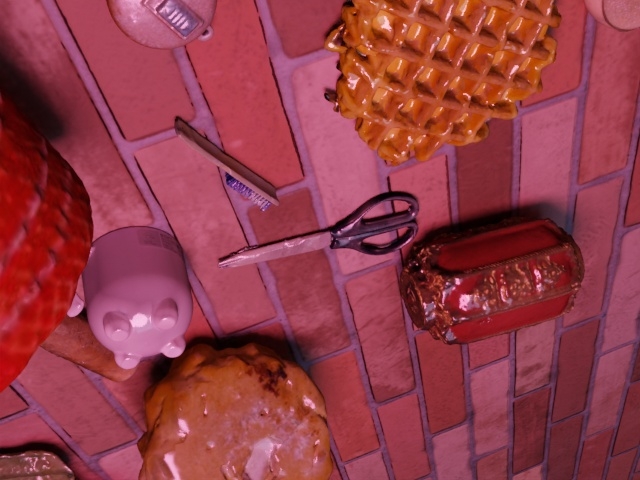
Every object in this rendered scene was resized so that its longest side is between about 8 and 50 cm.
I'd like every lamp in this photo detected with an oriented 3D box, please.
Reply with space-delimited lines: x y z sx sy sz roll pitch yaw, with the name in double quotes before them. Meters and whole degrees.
"lamp" 0.261 0.060 1.091 0.273 0.177 0.177 -12 136 -13

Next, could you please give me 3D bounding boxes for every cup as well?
"cup" -0.235 0.066 0.894 0.134 0.142 0.174 -23 137 0

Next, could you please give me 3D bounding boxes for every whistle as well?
"whistle" -0.177 -0.256 0.666 0.107 0.057 0.220 -37 134 15

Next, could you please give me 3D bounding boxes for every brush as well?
"brush" -0.117 -0.089 0.876 0.030 0.033 0.178 -29 139 26

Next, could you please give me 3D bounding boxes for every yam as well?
"yam" -0.356 0.091 0.917 0.081 0.081 0.357 -33 137 10

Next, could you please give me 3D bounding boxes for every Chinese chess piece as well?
"Chinese chess piece" 0.375 -0.314 0.858 0.122 0.051 0.122 -12 134 -13

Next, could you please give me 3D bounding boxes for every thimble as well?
"thimble" -0.395 -0.008 0.614 0.350 0.350 0.231 -23 138 -1

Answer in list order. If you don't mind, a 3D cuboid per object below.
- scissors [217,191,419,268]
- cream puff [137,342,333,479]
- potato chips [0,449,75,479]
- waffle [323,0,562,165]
"scissors" 0.000 0.000 1.023 0.299 0.022 0.109 -13 133 -10
"cream puff" -0.155 0.319 1.128 0.291 0.257 0.324 -42 104 -30
"potato chips" -0.523 0.506 1.237 0.389 0.097 0.373 -31 136 6
"waffle" 0.148 -0.226 0.837 0.329 0.062 0.329 -13 137 -12
